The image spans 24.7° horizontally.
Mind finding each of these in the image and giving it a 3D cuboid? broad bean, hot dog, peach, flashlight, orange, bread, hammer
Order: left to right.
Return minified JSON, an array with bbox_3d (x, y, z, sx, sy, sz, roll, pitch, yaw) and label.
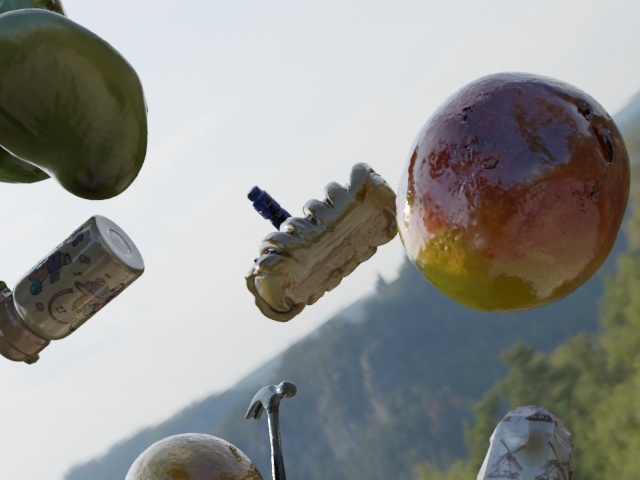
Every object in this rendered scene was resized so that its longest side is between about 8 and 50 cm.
[{"bbox_3d":[-0.304,-0.160,1.730,0.189,0.263,0.121,-34,39,15],"label":"broad bean"},{"bbox_3d":[-0.186,0.399,2.188,0.236,0.236,0.236,-34,-6,-4],"label":"orange"},{"bbox_3d":[-0.069,0.347,2.246,0.029,0.246,0.103,9,-22,-39],"label":"hammer"},{"bbox_3d":[-0.051,-0.024,1.915,0.035,0.121,0.057,-35,20,39],"label":"flashlight"},{"bbox_3d":[0.000,0.000,1.818,0.225,0.081,0.134,-38,-32,-6],"label":"bread"},{"bbox_3d":[0.180,-0.045,1.378,0.231,0.231,0.231,-34,-6,-4],"label":"peach"},{"bbox_3d":[0.197,0.241,1.432,0.099,0.053,0.192,-3,43,21],"label":"hot dog"}]

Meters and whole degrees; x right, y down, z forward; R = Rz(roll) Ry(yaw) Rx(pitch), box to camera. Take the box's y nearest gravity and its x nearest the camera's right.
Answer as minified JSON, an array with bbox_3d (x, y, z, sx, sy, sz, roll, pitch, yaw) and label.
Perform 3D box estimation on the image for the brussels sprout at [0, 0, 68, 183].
[{"bbox_3d":[-0.418,-0.216,1.952,0.219,0.271,0.210,8,-12,6],"label":"brussels sprout"}]

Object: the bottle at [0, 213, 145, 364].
[{"bbox_3d":[-0.327,0.061,1.803,0.209,0.110,0.097,-38,1,12],"label":"bottle"}]
